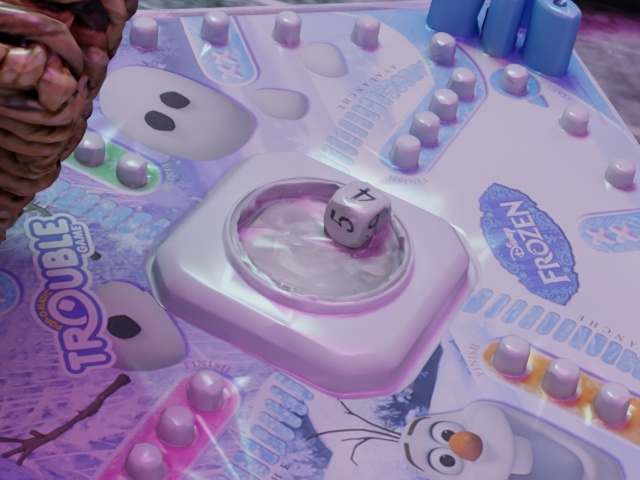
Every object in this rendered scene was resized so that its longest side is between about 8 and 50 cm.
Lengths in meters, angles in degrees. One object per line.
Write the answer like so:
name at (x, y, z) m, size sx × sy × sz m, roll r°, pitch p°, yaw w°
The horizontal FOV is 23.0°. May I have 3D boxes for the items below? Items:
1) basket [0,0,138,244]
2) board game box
basket at (-0.197, -0.155, 0.553) m, size 0.299 × 0.213 × 0.223 m, roll 24°, pitch 65°, yaw -13°
board game box at (0.000, 0.000, 0.679) m, size 0.390 × 0.050 × 0.390 m, roll -5°, pitch 45°, yaw -20°
